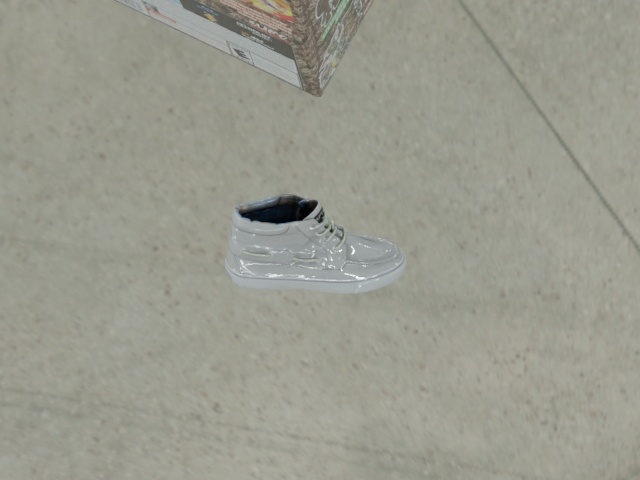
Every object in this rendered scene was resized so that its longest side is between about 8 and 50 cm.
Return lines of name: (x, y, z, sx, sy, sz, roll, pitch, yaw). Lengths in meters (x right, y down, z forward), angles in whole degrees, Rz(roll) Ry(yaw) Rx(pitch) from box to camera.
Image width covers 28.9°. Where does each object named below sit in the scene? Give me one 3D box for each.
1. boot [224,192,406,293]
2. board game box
boot: (0.000, 0.000, 1.702, 0.258, 0.123, 0.095, -3, 41, -13)
board game box: (-0.081, -0.259, 0.926, 0.232, 0.291, 0.141, 26, 81, 10)
